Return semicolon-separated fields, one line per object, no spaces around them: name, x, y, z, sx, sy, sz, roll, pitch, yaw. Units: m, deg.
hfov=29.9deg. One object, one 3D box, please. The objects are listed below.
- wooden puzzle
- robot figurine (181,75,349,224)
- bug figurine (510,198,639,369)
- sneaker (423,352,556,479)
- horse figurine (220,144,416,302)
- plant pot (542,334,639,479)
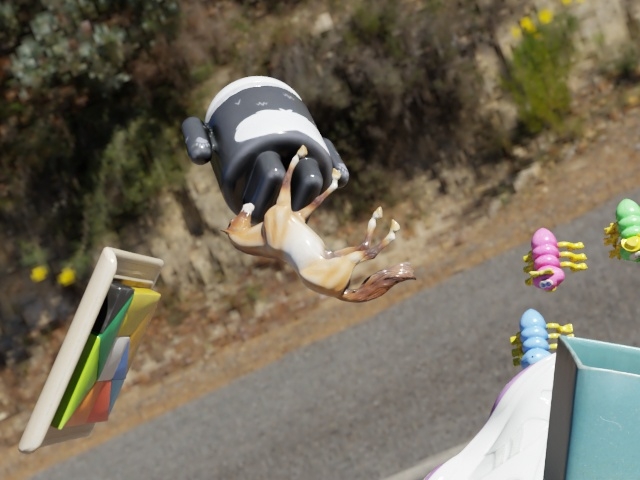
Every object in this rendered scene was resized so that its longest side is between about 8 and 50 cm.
wooden puzzle;-0.234;0.119;1.291;0.044;0.221;0.238;23;-1;4
robot figurine;-0.081;-0.129;1.801;0.173;0.209;0.278;-34;39;8
bug figurine;0.354;0.061;1.532;0.279;0.216;0.072;-20;-34;23
sneaker;0.231;0.251;1.320;0.152;0.114;0.305;35;74;29
horse figurine;0.000;0.000;1.625;0.174;0.263;0.066;-52;-16;7
plant pot;0.221;0.198;0.780;0.165;0.234;0.165;10;3;7
